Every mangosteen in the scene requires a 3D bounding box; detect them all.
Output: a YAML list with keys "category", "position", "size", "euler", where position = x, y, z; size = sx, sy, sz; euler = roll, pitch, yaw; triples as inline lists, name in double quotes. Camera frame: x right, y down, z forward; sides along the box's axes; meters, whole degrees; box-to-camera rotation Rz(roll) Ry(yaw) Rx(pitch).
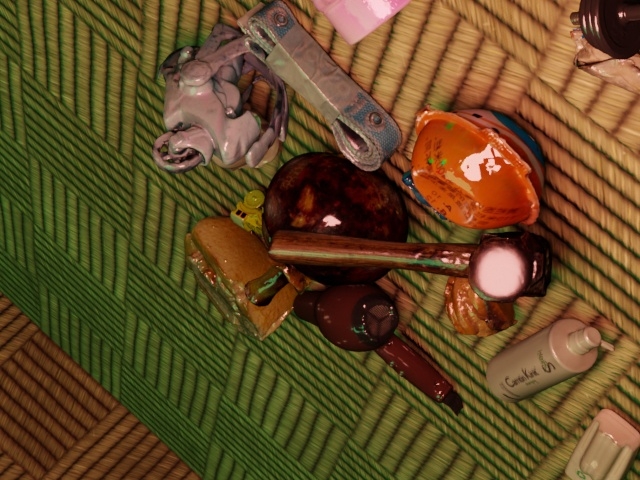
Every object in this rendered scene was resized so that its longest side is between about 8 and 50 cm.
- category: "mangosteen"
  position: [0.000, 0.000, 1.974]
  size: [0.231, 0.289, 0.231]
  euler: [32, -167, -9]

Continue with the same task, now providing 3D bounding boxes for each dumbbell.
- category: "dumbbell"
  position: [0.347, -0.242, 1.341]
  size: [0.208, 0.099, 0.099]
  euler: [5, 132, 51]

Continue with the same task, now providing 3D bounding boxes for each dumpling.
- category: "dumpling"
  position: [-0.133, -0.181, 2.119]
  size: [0.127, 0.108, 0.188]
  euler: [-13, 142, 18]

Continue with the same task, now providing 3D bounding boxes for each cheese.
- category: "cheese"
  position: [0.196, -0.088, 1.741]
  size: [0.217, 0.129, 0.329]
  euler: [44, 164, -2]

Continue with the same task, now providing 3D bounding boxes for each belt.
- category: "belt"
  position: [-0.003, -0.229, 1.887]
  size: [0.302, 0.072, 0.087]
  euler: [47, 151, 0]

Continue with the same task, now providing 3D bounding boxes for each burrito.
- category: "burrito"
  position: [0.356, -0.193, 1.460]
  size: [0.171, 0.042, 0.051]
  euler: [28, 151, 27]

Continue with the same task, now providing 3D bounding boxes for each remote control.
- category: "remote control"
  position: [0.450, 0.350, 2.047]
  size: [0.090, 0.049, 0.230]
  euler: [39, 154, 21]

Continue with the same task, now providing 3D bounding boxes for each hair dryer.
- category: "hair dryer"
  position: [0.118, 0.202, 2.304]
  size: [0.340, 0.123, 0.312]
  euler: [42, 166, -15]

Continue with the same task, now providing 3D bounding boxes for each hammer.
- category: "hammer"
  position: [0.116, 0.017, 1.766]
  size: [0.408, 0.095, 0.242]
  euler: [6, -178, 17]

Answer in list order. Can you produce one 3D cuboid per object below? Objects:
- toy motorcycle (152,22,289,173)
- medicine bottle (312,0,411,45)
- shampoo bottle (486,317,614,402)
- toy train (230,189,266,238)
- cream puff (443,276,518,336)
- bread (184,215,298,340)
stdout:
- category: "toy motorcycle"
  position: [-0.151, -0.208, 1.952]
  size: [0.206, 0.260, 0.154]
  euler: [-2, 142, 1]
- category: "medicine bottle"
  position: [0.015, -0.382, 1.570]
  size: [0.254, 0.152, 0.152]
  euler: [51, 153, -9]
- category: "shampoo bottle"
  position: [0.344, 0.177, 1.928]
  size: [0.085, 0.085, 0.262]
  euler: [46, 152, 1]
- category: "toy train"
  position: [-0.046, -0.012, 2.234]
  size: [0.249, 0.085, 0.053]
  euler: [28, 165, 31]
- category: "cream puff"
  position: [0.239, 0.089, 1.922]
  size: [0.104, 0.119, 0.133]
  euler: [-15, 156, 22]
- category: "bread"
  position: [-0.165, 0.070, 2.470]
  size: [0.257, 0.124, 0.186]
  euler: [51, 153, -5]
